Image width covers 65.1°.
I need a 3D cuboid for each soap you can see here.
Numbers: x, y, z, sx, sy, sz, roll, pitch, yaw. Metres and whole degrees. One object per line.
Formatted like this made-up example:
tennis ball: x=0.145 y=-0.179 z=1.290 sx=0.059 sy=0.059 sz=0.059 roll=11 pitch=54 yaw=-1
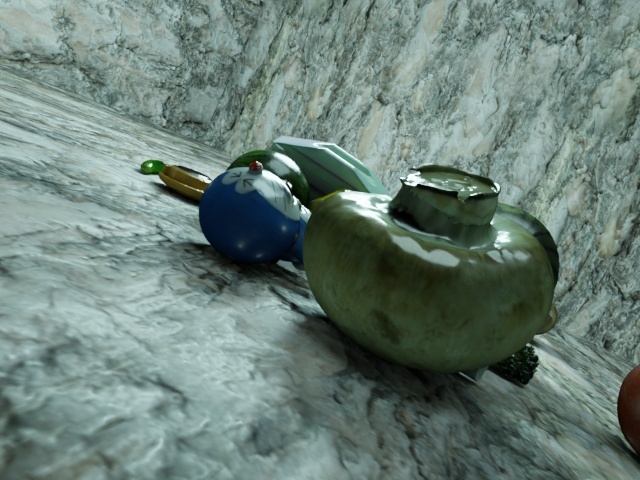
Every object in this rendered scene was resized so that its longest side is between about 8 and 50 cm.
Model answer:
soap: x=0.011 y=-0.124 z=1.201 sx=0.323 sy=0.193 sz=0.109 roll=33 pitch=27 yaw=-2

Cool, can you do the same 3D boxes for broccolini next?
broccolini: x=0.224 y=0.148 z=0.938 sx=0.391 sy=0.074 sz=0.079 roll=28 pitch=0 yaw=2

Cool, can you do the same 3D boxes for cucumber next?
cucumber: x=-0.412 y=-0.182 z=1.242 sx=0.037 sy=0.037 sz=0.155 roll=26 pitch=7 yaw=-2

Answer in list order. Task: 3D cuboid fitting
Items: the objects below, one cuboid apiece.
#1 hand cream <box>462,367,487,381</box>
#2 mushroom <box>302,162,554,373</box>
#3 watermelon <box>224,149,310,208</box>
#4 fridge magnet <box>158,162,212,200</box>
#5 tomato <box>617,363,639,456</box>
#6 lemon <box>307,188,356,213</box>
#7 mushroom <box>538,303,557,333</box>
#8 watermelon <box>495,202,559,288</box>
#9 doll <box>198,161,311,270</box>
hand cream: x=0.159 y=0.146 z=0.839 sx=0.255 sy=0.048 sz=0.079 roll=30 pitch=17 yaw=33
mushroom: x=0.144 y=0.031 z=0.710 sx=0.351 sy=0.261 sz=0.352 roll=9 pitch=22 yaw=-4
watermelon: x=-0.109 y=-0.092 z=1.079 sx=0.214 sy=0.188 sz=0.188 roll=43 pitch=0 yaw=-23
fridge magnet: x=-0.299 y=-0.131 z=1.150 sx=0.143 sy=0.063 sz=0.143 roll=23 pitch=6 yaw=-2
tomato: x=0.583 y=0.275 z=0.796 sx=0.208 sy=0.208 sz=0.184 roll=25 pitch=5 yaw=-7
lemon: x=0.055 y=-0.013 z=1.084 sx=0.193 sy=0.181 sz=0.180 roll=40 pitch=9 yaw=9
mushroom: x=0.648 y=0.208 z=1.626 sx=0.254 sy=0.184 sz=0.255 roll=32 pitch=-6 yaw=4
watermelon: x=0.340 y=0.070 z=1.060 sx=0.278 sy=0.279 sz=0.359 roll=28 pitch=-22 yaw=16
doll: x=-0.079 y=-0.030 z=0.844 sx=0.215 sy=0.161 sz=0.256 roll=48 pitch=15 yaw=28
